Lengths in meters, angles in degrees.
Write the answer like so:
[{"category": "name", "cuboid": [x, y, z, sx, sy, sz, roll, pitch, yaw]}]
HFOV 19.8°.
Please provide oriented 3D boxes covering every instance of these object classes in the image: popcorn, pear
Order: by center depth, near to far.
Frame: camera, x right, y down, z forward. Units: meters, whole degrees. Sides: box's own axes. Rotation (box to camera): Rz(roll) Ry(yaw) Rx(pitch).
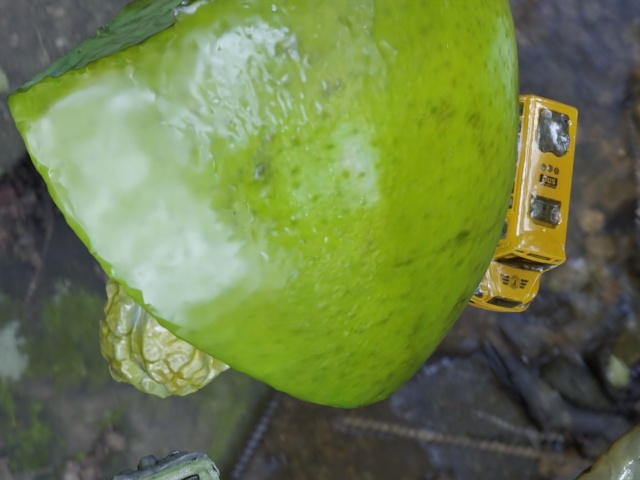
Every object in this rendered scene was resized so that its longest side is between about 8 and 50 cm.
[{"category": "pear", "cuboid": [0.025, -0.041, 0.839, 0.139, 0.288, 0.239, -8, 115, 32]}, {"category": "popcorn", "cuboid": [-0.124, 0.060, 1.505, 0.135, 0.162, 0.141, -36, 131, -25]}]

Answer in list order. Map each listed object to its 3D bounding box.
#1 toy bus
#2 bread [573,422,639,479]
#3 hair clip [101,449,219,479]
[{"category": "toy bus", "cuboid": [0.151, -0.027, 1.403, 0.069, 0.074, 0.162, 13, 79, -35]}, {"category": "bread", "cuboid": [0.201, 0.181, 0.615, 0.279, 0.225, 0.250, 25, 122, -15]}, {"category": "hair clip", "cuboid": [-0.218, 0.284, 1.612, 0.321, 0.091, 0.138, -21, 105, -49]}]
